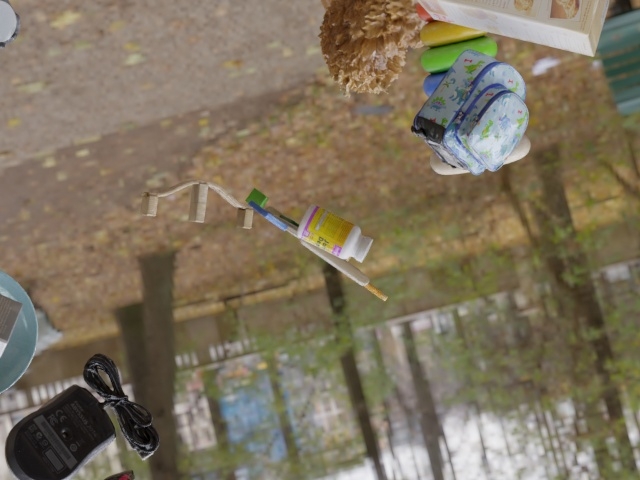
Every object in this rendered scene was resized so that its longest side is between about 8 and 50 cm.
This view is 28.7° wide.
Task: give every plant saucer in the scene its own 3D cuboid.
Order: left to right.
[{"bbox_3d":[-0.476,0.119,1.667,0.195,0.195,0.037,-13,-168,-13],"label":"plant saucer"}]

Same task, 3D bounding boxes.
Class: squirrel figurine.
[{"bbox_3d":[0.117,-0.449,2.233,0.370,0.281,0.397,-3,-140,40],"label":"squirrel figurine"}]

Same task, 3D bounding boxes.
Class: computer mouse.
[{"bbox_3d":[-0.395,0.311,1.972,0.072,0.188,0.272,-35,176,40],"label":"computer mouse"}]

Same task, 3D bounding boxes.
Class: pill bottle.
[{"bbox_3d":[0.017,-0.006,1.457,0.083,0.043,0.043,26,179,6],"label":"pill bottle"}]

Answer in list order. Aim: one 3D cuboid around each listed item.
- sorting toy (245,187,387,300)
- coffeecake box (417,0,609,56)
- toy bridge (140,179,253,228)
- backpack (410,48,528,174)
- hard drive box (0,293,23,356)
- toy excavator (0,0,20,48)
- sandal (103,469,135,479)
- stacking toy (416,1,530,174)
[{"bbox_3d":[0.000,0.000,2.373,0.347,0.047,0.196,36,-179,-29],"label":"sorting toy"},{"bbox_3d":[0.203,-0.256,1.315,0.185,0.068,0.142,16,-176,14],"label":"coffeecake box"},{"bbox_3d":[-0.184,-0.059,1.879,0.188,0.063,0.026,8,179,-35],"label":"toy bridge"},{"bbox_3d":[0.169,-0.135,1.322,0.084,0.114,0.105,26,173,39],"label":"backpack"},{"bbox_3d":[-0.515,0.120,1.550,0.181,0.232,0.089,-59,-166,29],"label":"hard drive box"},{"bbox_3d":[-0.837,-0.451,2.301,0.222,0.433,0.445,7,-139,38],"label":"toy excavator"},{"bbox_3d":[-0.305,0.363,1.839,0.067,0.040,0.179,-15,-171,-6],"label":"sandal"},{"bbox_3d":[0.191,-0.265,1.723,0.141,0.330,0.141,-12,-172,2],"label":"stacking toy"}]
